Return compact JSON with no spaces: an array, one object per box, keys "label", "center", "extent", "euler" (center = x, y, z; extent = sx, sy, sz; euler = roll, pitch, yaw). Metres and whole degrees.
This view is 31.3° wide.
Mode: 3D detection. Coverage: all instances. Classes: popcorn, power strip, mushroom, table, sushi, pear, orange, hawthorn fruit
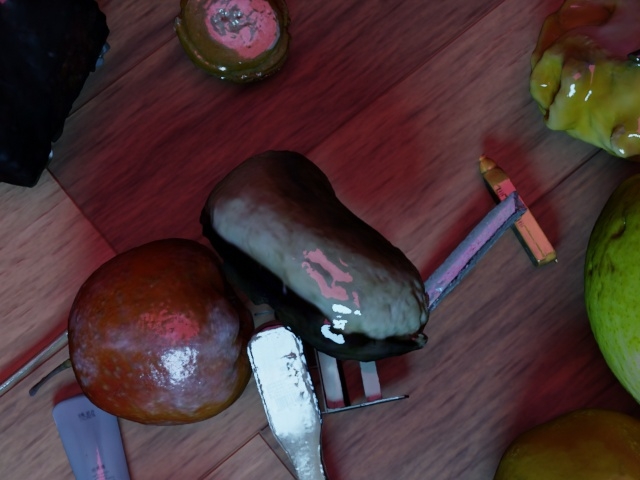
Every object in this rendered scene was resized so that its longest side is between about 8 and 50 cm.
[{"label":"popcorn","center":[0.430,-0.218,1.484],"extent":[0.315,0.281,0.297],"euler":[-33,50,-22]},{"label":"power strip","center":[0.262,-0.040,1.538],"extent":[0.028,0.049,0.178],"euler":[-30,81,-1]},{"label":"mushroom","center":[0.000,-0.002,1.407],"extent":[0.247,0.130,0.344],"euler":[-6,44,-34]},{"label":"table","center":[0.013,0.150,1.481],"extent":[0.175,0.062,0.146],"euler":[-13,79,9]},{"label":"sushi","center":[-0.446,-0.231,1.438],"extent":[0.299,0.281,0.294],"euler":[23,73,10]},{"label":"pear","center":[0.502,0.076,1.367],"extent":[0.391,0.391,0.391],"euler":[0,79,-2]},{"label":"orange","center":[0.333,0.341,1.370],"extent":[0.279,0.235,0.279],"euler":[0,86,0]},{"label":"hawthorn fruit","center":[-0.198,0.117,1.389],"extent":[0.263,0.235,0.231],"euler":[-24,46,-30]}]

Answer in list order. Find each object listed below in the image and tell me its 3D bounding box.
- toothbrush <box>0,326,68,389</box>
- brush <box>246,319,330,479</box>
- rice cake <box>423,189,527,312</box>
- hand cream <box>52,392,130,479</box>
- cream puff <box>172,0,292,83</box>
[{"label":"toothbrush","center":[-0.321,0.113,1.500],"extent":[0.294,0.026,0.028],"euler":[-35,97,-9]},{"label":"brush","center":[-0.023,0.244,1.424],"extent":[0.070,0.065,0.328],"euler":[-15,107,-1]},{"label":"rice cake","center":[0.195,0.018,1.508],"extent":[0.033,0.033,0.208],"euler":[44,96,18]},{"label":"hand cream","center":[-0.273,0.316,1.451],"extent":[0.079,0.048,0.255],"euler":[-16,76,-11]},{"label":"cream puff","center":[-0.115,-0.288,1.543],"extent":[0.150,0.115,0.165],"euler":[-29,90,0]}]
